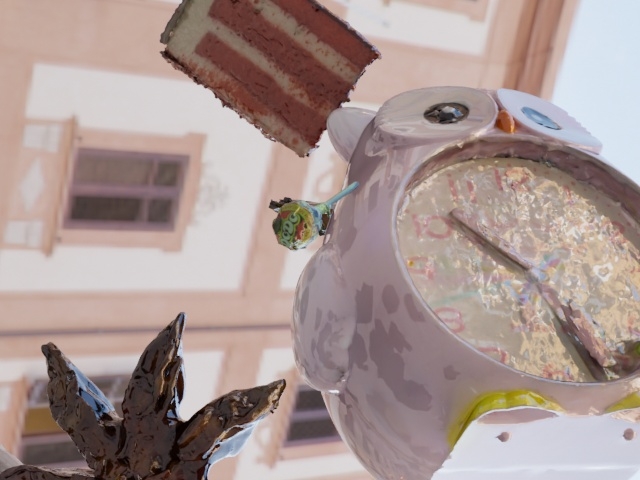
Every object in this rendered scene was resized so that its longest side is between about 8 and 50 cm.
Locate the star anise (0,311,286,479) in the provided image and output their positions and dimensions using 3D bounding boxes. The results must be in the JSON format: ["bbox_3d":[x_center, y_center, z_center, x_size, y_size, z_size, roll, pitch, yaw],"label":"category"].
[{"bbox_3d":[-0.142,0.190,0.952,0.288,0.088,0.288,-7,-108,23],"label":"star anise"}]

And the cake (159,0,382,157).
[{"bbox_3d":[-0.027,-0.184,1.413,0.262,0.159,0.158,41,-79,33],"label":"cake"}]

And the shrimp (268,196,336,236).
[{"bbox_3d":[0.000,0.000,1.225,0.025,0.127,0.091,-17,-126,56],"label":"shrimp"}]

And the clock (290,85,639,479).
[{"bbox_3d":[0.147,0.047,1.134,0.250,0.368,0.377,109,-22,-49],"label":"clock"}]

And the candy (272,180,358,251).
[{"bbox_3d":[0.001,-0.016,0.656,0.023,0.083,0.025,-13,-79,28],"label":"candy"}]

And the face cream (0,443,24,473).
[{"bbox_3d":[-0.356,0.301,1.428,0.089,0.143,0.314,59,-15,-22],"label":"face cream"}]
